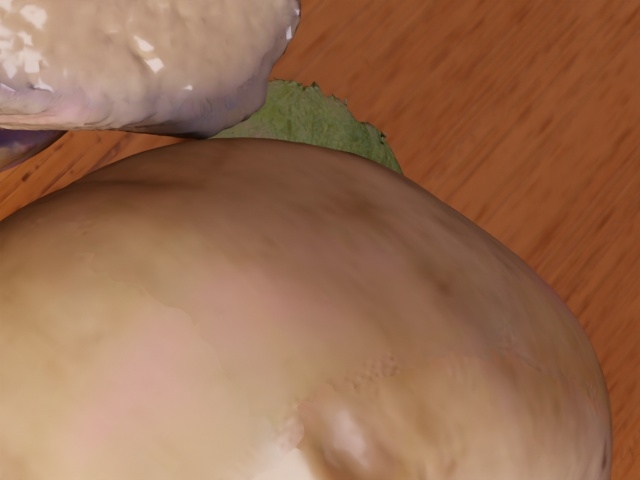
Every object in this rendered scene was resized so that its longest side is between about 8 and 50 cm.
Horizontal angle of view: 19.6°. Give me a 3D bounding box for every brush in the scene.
[{"bbox_3d":[-0.154,-0.106,0.621,0.267,0.166,0.174,0,91,-37],"label":"brush"}]

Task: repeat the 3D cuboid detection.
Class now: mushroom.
[{"bbox_3d":[-0.038,0.139,0.612,0.353,0.353,0.325,-40,110,-32],"label":"mushroom"}]

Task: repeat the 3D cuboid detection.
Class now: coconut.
[{"bbox_3d":[0.001,0.000,0.820,0.133,0.055,0.158,-37,114,-32],"label":"coconut"}]
